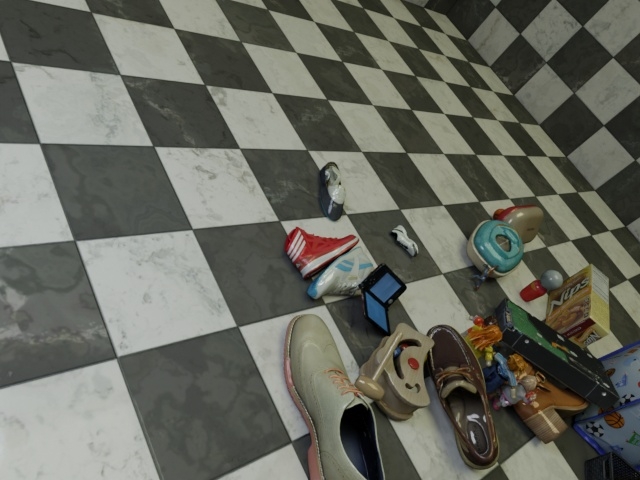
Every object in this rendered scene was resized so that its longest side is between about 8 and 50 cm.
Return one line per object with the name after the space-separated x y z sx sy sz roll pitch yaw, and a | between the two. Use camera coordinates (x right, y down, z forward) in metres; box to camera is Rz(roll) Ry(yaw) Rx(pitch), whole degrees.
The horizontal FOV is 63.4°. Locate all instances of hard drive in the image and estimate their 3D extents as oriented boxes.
0.659 0.314 1.479 0.339 0.064 0.237 35 19 6 | hard drive

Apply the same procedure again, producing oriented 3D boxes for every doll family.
0.431 0.308 1.306 0.119 0.163 0.262 -6 58 -42 | doll family

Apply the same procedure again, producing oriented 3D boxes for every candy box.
0.842 0.228 1.702 0.088 0.183 0.316 42 39 -1 | candy box

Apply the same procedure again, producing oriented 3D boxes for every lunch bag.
0.955 0.432 1.448 0.239 0.385 0.328 45 38 4 | lunch bag

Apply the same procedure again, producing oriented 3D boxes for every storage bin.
0.785 0.654 1.342 0.180 0.084 0.122 39 39 -2 | storage bin

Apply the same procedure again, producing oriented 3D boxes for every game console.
0.160 0.146 1.259 0.144 0.124 0.085 43 3 -45 | game console

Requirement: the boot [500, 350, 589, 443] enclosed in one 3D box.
0.601 0.401 1.427 0.284 0.109 0.220 -19 63 -39 | boot

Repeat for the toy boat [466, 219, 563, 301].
0.644 0.058 1.718 0.318 0.148 0.267 47 44 5 | toy boat

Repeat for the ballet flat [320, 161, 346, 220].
0.037 -0.150 1.481 0.074 0.074 0.203 18 45 -27 | ballet flat

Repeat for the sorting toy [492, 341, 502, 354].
0.489 0.285 1.494 0.062 0.012 0.083 -23 71 -48 | sorting toy

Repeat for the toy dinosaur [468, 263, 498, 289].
0.510 0.117 1.615 0.090 0.082 0.047 5 10 7 | toy dinosaur

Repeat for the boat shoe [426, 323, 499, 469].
0.323 0.340 1.193 0.123 0.124 0.341 63 15 -57 | boat shoe

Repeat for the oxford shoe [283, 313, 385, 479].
0.036 0.301 1.000 0.141 0.146 0.396 6 51 -35 | oxford shoe

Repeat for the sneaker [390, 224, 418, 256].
0.248 0.007 1.541 0.044 0.040 0.109 -22 65 -31 | sneaker

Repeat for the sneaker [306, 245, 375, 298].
0.058 0.091 1.264 0.229 0.087 0.092 -29 79 -47 | sneaker

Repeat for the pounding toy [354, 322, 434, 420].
0.192 0.283 1.139 0.154 0.154 0.269 43 38 7 | pounding toy

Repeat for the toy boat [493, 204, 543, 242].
0.713 -0.072 1.936 0.231 0.150 0.151 -6 28 -43 | toy boat

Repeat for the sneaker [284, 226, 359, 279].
0.000 0.000 1.300 0.128 0.087 0.221 51 39 9 | sneaker
